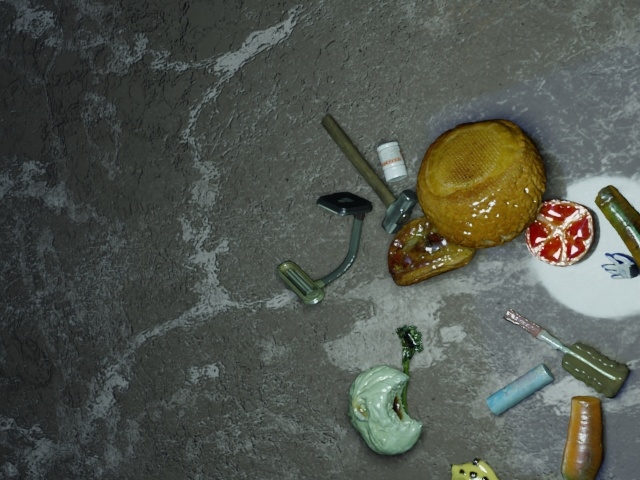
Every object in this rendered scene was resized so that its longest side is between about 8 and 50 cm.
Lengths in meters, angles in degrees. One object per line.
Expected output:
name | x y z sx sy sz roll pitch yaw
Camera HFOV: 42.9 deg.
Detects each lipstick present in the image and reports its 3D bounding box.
lipstick | 0.456 0.341 1.865 0.158 0.048 0.048 -39 74 20

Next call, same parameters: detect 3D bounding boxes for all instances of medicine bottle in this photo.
medicine bottle | 0.175 -0.193 1.996 0.057 0.057 0.089 -19 82 24

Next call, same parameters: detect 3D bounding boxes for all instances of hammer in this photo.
hammer | 0.106 -0.182 2.002 0.365 0.043 0.111 54 132 28

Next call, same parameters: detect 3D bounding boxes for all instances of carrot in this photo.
carrot | 0.680 -0.004 1.752 0.070 0.070 0.260 -38 73 20
carrot | 0.580 0.441 1.788 0.087 0.087 0.193 11 91 25

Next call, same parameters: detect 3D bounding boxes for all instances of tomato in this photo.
tomato | 0.535 -0.015 1.817 0.155 0.069 0.155 -2 86 24

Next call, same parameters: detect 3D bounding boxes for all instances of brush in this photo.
brush | 0.540 0.242 1.826 0.301 0.071 0.084 33 87 31

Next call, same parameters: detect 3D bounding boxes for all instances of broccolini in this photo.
broccolini | 0.216 0.330 1.994 0.057 0.071 0.254 -1 98 -11

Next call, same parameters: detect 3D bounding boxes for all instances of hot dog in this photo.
hot dog | 0.254 0.026 1.928 0.227 0.099 0.160 -29 47 24

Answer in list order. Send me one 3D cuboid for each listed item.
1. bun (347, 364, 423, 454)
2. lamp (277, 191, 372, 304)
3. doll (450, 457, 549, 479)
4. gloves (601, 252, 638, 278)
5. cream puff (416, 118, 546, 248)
bun | 0.144 0.407 1.946 0.212 0.126 0.204 50 126 30
lamp | 0.004 0.003 2.064 0.203 0.124 0.283 31 106 43
doll | 0.431 0.572 1.853 0.291 0.086 0.117 8 99 24
gloves | 0.648 0.055 1.769 0.086 0.026 0.064 0 113 62
cream puff | 0.360 -0.113 1.809 0.303 0.212 0.303 -17 45 19
